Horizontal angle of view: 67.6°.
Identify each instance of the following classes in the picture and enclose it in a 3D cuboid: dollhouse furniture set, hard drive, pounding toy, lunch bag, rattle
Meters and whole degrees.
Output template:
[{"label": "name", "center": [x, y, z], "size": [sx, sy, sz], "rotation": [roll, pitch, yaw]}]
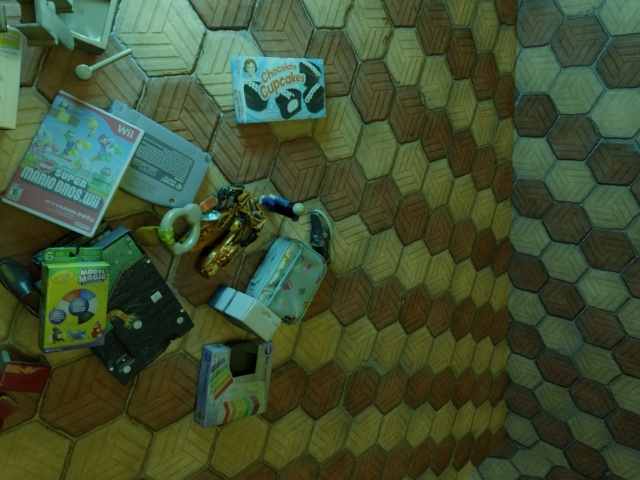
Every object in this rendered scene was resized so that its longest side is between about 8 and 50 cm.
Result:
[{"label": "dollhouse furniture set", "center": [-0.677, -0.497, 0.888], "size": [0.356, 0.174, 0.303], "rotation": [-6, 91, -7]}, {"label": "hard drive", "center": [-0.494, 0.165, 1.189], "size": [0.237, 0.064, 0.338], "rotation": [-43, 128, -27]}, {"label": "pounding toy", "center": [-0.526, -0.460, 1.082], "size": [0.181, 0.094, 0.206], "rotation": [13, 92, -34]}, {"label": "lunch bag", "center": [-0.116, 0.138, 1.604], "size": [0.224, 0.108, 0.279], "rotation": [40, 73, -41]}, {"label": "dollhouse furniture set", "center": [-0.790, 0.338, 1.000], "size": [0.374, 0.152, 0.201], "rotation": [23, 84, -43]}, {"label": "rattle", "center": [-0.389, -0.049, 1.315], "size": [0.130, 0.143, 0.199], "rotation": [50, 48, -28]}]

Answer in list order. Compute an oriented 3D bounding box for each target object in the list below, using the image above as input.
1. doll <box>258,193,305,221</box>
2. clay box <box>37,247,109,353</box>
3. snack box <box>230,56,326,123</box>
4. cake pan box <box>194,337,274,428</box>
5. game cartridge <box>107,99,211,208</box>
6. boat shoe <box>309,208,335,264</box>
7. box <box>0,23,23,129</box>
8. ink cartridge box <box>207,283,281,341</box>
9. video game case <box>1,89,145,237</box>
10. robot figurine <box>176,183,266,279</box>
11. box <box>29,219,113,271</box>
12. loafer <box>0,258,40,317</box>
[{"label": "doll", "center": [-0.119, -0.104, 1.487], "size": [0.046, 0.189, 0.129], "rotation": [-56, 131, -17]}, {"label": "clay box", "center": [-0.541, 0.128, 1.052], "size": [0.127, 0.053, 0.222], "rotation": [-1, 103, -44]}, {"label": "snack box", "center": [-0.122, -0.468, 1.487], "size": [0.322, 0.060, 0.187], "rotation": [-17, 111, -39]}, {"label": "cake pan box", "center": [-0.276, 0.452, 1.563], "size": [0.246, 0.070, 0.266], "rotation": [3, 97, -45]}, {"label": "game cartridge", "center": [-0.447, -0.204, 1.257], "size": [0.297, 0.062, 0.198], "rotation": [30, 84, -43]}, {"label": "boat shoe", "center": [-0.001, 0.000, 1.698], "size": [0.073, 0.080, 0.223], "rotation": [-37, 127, -37]}, {"label": "box", "center": [-0.678, -0.334, 0.968], "size": [0.103, 0.114, 0.203], "rotation": [3, 97, -41]}, {"label": "ink cartridge box", "center": [-0.233, 0.219, 1.459], "size": [0.082, 0.191, 0.139], "rotation": [-55, 130, -18]}, {"label": "video game case", "center": [-0.568, -0.175, 1.112], "size": [0.204, 0.025, 0.285], "rotation": [25, 81, -16]}, {"label": "robot figurine", "center": [-0.277, -0.032, 1.431], "size": [0.291, 0.085, 0.211], "rotation": [-48, 129, -23]}, {"label": "box", "center": [-0.579, 0.053, 1.177], "size": [0.180, 0.078, 0.147], "rotation": [-41, 126, -28]}, {"label": "loafer", "center": [-0.683, 0.113, 1.108], "size": [0.062, 0.061, 0.170], "rotation": [-44, 125, -25]}]
